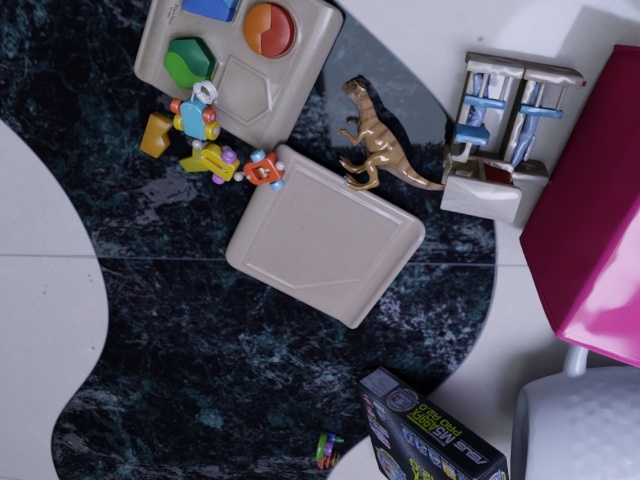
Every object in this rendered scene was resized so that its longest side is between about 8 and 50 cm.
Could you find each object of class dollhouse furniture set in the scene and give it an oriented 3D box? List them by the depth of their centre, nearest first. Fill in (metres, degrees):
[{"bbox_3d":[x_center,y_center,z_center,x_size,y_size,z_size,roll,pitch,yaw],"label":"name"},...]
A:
[{"bbox_3d":[0.211,-0.116,0.566,0.129,0.183,0.129,12,120,8],"label":"dollhouse furniture set"}]

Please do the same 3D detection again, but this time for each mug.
[{"bbox_3d":[0.441,0.257,0.689,0.328,0.276,0.374,6,89,14],"label":"mug"}]

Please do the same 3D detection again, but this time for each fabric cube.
[{"bbox_3d":[0.390,-0.025,0.519,0.259,0.254,0.258,20,114,4],"label":"fabric cube"}]

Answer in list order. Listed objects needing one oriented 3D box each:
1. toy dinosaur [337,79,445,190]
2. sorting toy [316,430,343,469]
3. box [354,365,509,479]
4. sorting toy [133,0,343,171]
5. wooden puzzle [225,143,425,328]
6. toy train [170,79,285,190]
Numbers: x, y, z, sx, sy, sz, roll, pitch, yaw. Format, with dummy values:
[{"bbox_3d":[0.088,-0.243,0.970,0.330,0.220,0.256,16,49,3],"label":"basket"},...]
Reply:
[{"bbox_3d":[0.086,-0.108,0.675,0.112,0.064,0.211,-36,105,27],"label":"toy dinosaur"},{"bbox_3d":[0.018,0.390,0.966,0.042,0.061,0.102,9,143,9],"label":"sorting toy"},{"bbox_3d":[0.173,0.348,0.806,0.270,0.060,0.216,26,137,54],"label":"box"},{"bbox_3d":[-0.136,-0.211,0.688,0.229,0.041,0.307,29,121,-2],"label":"sorting toy"},{"bbox_3d":[0.000,0.000,0.766,0.239,0.044,0.221,30,121,-3],"label":"wooden puzzle"},{"bbox_3d":[-0.116,-0.135,0.679,0.125,0.046,0.166,-14,123,40],"label":"toy train"}]
